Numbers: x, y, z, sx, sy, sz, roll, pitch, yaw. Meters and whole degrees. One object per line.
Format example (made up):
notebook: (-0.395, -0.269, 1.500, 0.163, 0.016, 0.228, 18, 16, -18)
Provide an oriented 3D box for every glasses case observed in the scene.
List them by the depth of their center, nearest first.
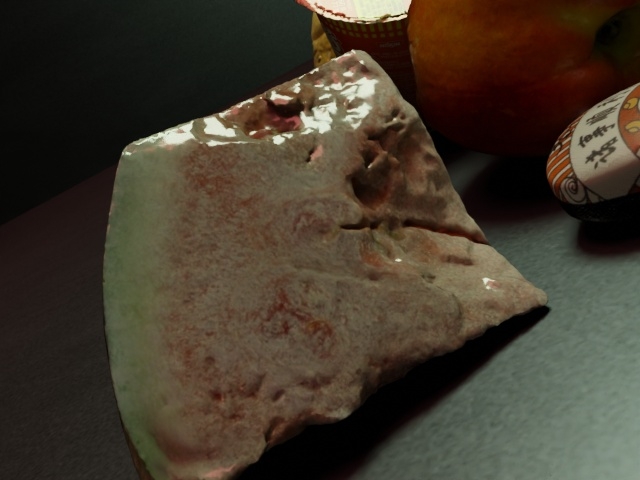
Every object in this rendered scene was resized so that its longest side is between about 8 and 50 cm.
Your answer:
glasses case: (0.252, -0.072, 0.423, 0.267, 0.067, 0.103, -16, 26, 37)

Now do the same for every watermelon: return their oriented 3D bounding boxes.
watermelon: (-0.010, 0.020, 0.494, 0.232, 0.193, 0.310, -39, -12, 28)

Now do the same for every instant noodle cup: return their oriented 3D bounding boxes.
instant noodle cup: (0.084, -0.222, 0.837, 0.193, 0.212, 0.193, -7, 57, 11)

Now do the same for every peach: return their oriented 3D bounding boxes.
peach: (0.172, -0.170, 0.610, 0.243, 0.199, 0.243, -38, 31, 28)

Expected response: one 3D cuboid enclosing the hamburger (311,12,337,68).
hamburger: (0.061, -0.248, 1.014, 0.155, 0.207, 0.135, -30, 13, -18)
